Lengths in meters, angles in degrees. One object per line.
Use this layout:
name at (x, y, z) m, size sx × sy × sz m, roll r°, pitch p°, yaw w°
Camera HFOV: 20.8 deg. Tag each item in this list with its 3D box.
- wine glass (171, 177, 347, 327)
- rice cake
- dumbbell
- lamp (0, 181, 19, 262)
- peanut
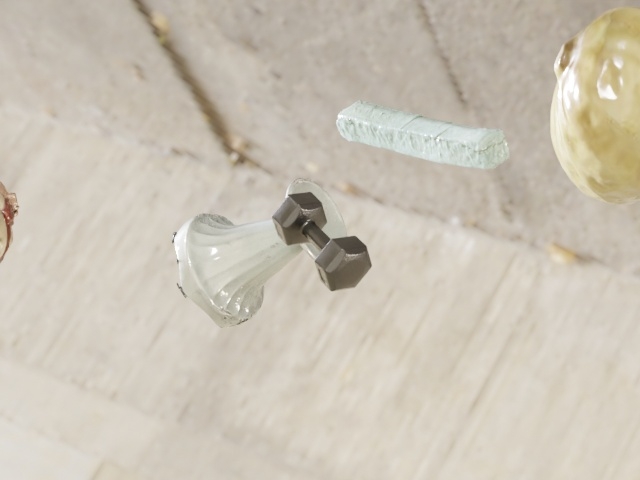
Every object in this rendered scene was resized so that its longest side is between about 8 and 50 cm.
wine glass at (-0.075, 0.014, 2.326) m, size 0.196 × 0.165 × 0.165 m, roll -23°, pitch 129°, yaw 30°
rice cake at (0.105, -0.114, 1.895) m, size 0.245 × 0.045 × 0.042 m, roll 19°, pitch 132°, yaw 50°
dumbbell at (0.000, 0.000, 1.209) m, size 0.036 × 0.040 × 0.083 m, roll 30°, pitch -169°, yaw -47°
lamp at (-0.280, -0.008, 1.289) m, size 0.118 × 0.118 × 0.253 m, roll 34°, pitch -170°, yaw -8°
peanut at (0.231, -0.100, 1.333) m, size 0.109 × 0.140 × 0.159 m, roll 19°, pitch 164°, yaw 17°
